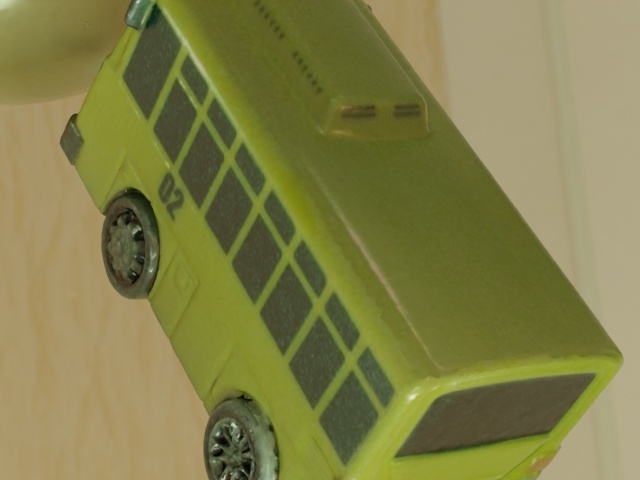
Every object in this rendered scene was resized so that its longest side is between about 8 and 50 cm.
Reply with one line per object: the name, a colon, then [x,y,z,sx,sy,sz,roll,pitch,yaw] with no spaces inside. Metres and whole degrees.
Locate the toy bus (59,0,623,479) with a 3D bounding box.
toy bus: [0.000,0.000,0.464,0.088,0.175,0.101,-4,139,-37]

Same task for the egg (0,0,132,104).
egg: [-0.173,-0.163,0.779,0.254,0.188,0.188,10,170,14]
